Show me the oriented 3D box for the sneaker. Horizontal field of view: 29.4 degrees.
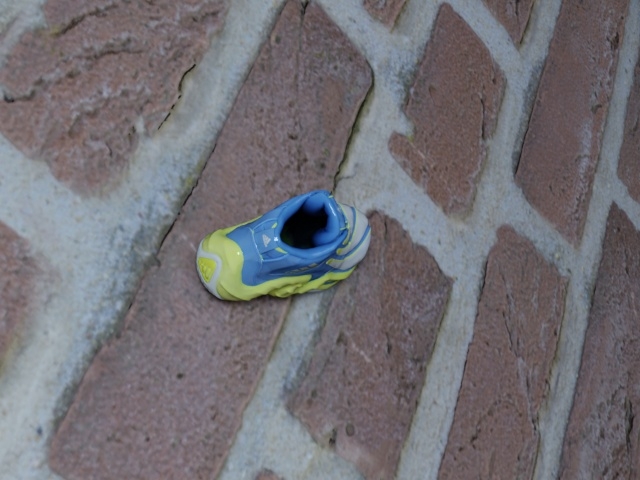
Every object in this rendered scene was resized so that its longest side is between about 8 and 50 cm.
[{"bbox_3d":[0.000,0.000,1.157,0.240,0.126,0.091,-20,87,-50],"label":"sneaker"}]
